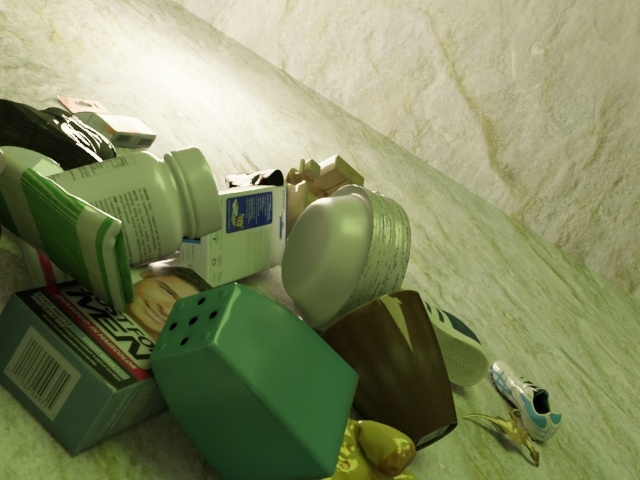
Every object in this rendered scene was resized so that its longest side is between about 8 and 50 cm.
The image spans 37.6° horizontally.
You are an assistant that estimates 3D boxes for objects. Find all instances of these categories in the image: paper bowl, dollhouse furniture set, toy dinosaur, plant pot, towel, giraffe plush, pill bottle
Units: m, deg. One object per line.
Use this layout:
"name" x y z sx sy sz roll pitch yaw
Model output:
"paper bowl" 0.031 0.032 1.767 0.148 0.284 0.284 20 24 -25
"dollhouse furniture set" 0.000 0.000 2.175 0.303 0.174 0.355 38 44 -33
"toy dinosaur" 0.377 0.374 1.888 0.183 0.053 0.092 35 20 0
"plant pot" 0.132 0.238 1.610 0.215 0.215 0.230 7 47 -54
"towel" -0.361 -0.053 1.137 0.325 0.038 0.248 35 -23 9
"giraffe plush" 0.018 0.323 1.263 0.170 0.181 0.210 -44 110 -47
"plant pot" -0.095 0.177 1.195 0.234 0.166 0.165 51 37 -30
"pill bottle" -0.297 -0.037 1.367 0.283 0.160 0.160 -18 43 -17

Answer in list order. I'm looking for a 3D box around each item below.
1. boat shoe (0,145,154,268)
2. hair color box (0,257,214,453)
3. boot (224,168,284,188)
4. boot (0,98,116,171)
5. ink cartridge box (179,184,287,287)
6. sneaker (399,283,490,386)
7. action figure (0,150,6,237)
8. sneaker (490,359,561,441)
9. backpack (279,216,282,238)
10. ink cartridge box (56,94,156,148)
"boat shoe" -0.401 -0.034 1.487 0.301 0.102 0.108 31 58 -12
"hair color box" -0.256 0.140 1.287 0.185 0.113 0.374 40 19 15
"boot" -0.178 -0.098 2.088 0.106 0.082 0.219 3 24 30
"boot" -0.425 -0.144 1.696 0.338 0.118 0.223 43 15 11
"ink cartridge box" -0.156 -0.015 1.751 0.065 0.165 0.333 4 7 23
"sneaker" 0.195 0.172 1.978 0.350 0.131 0.148 39 11 -7
"action figure" -0.467 -0.040 1.101 0.248 0.276 0.370 46 -3 12
"sneaker" 0.451 0.336 2.056 0.085 0.086 0.237 21 22 -32
"backpack" -0.140 -0.035 1.927 0.101 0.098 0.120 15 30 -52
"ink cartridge box" -0.460 -0.268 2.032 0.179 0.045 0.145 44 20 18
